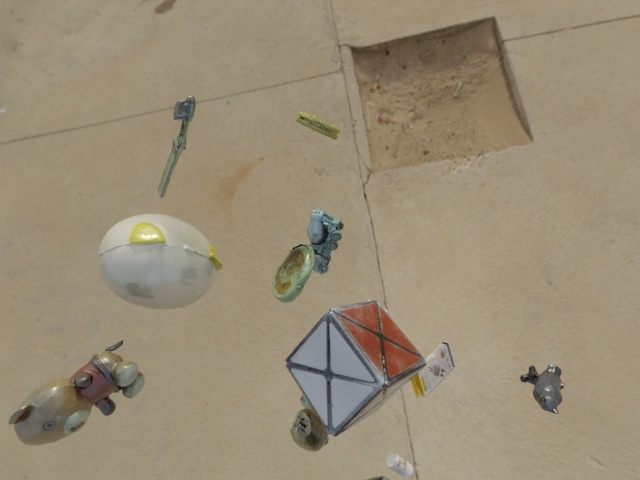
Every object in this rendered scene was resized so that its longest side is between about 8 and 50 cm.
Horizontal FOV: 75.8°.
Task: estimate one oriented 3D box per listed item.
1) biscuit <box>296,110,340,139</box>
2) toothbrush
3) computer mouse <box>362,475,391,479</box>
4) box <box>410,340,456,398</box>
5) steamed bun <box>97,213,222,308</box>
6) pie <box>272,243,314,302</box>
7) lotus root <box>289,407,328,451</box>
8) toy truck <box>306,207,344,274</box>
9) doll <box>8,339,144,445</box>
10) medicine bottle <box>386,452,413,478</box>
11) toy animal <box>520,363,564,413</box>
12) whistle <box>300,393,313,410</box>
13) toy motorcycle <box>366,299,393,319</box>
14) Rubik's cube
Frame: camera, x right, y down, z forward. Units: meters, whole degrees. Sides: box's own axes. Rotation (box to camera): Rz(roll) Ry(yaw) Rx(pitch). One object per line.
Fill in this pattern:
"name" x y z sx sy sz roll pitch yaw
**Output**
"biscuit" -0.004 -0.210 0.750 0.084 0.084 0.023 31 106 17
"toothbrush" -0.259 -0.152 0.726 0.028 0.294 0.026 -21 78 -33
"computer mouse" 0.117 0.711 1.132 0.167 0.379 0.090 -12 58 -10
"box" 0.473 0.543 1.717 0.247 0.033 0.129 -32 112 -30
"steamed bun" -0.526 0.072 1.357 0.334 0.374 0.333 -14 66 35
"pie" -0.103 0.120 1.543 0.240 0.054 0.240 -39 33 31
"lotus root" -0.026 0.602 1.294 0.088 0.192 0.113 -1 50 35
"toy truck" 0.000 0.000 1.624 0.140 0.108 0.256 19 119 -2
"doll" -0.691 0.438 1.179 0.330 0.235 0.174 -33 66 -33
"medicine bottle" 0.293 0.837 1.529 0.089 0.057 0.057 39 83 -11
"toy animal" 0.718 0.459 1.272 0.121 0.210 0.117 39 102 11
"whistle" -0.034 0.643 1.584 0.077 0.235 0.114 -7 32 -2
"toy motorcycle" 0.276 0.360 1.816 0.074 0.151 0.228 -35 94 -19
"Rubik's cube" 0.100 0.352 1.172 0.254 0.259 0.260 53 122 27
